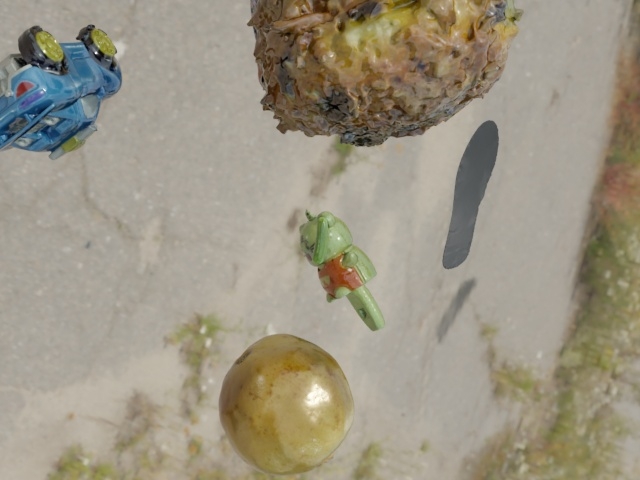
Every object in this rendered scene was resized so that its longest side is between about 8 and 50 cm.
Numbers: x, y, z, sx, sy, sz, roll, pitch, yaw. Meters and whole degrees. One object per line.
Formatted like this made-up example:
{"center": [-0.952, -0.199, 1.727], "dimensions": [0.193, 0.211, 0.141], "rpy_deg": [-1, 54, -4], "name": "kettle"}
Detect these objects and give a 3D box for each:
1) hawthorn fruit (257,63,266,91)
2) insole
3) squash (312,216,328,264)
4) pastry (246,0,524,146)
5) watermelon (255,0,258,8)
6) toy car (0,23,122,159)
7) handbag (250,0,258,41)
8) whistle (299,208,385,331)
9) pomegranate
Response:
{"center": [-0.046, -0.279, 1.692], "dimensions": [0.128, 0.128, 0.128], "rpy_deg": [-43, 143, -46], "name": "hawthorn fruit"}
{"center": [0.291, -0.085, 2.039], "dimensions": [0.109, 0.007, 0.322], "rpy_deg": [-14, 126, -37], "name": "insole"}
{"center": [0.001, 0.000, 1.908], "dimensions": [0.027, 0.027, 0.089], "rpy_deg": [-12, 112, -62], "name": "squash"}
{"center": [0.066, -0.272, 1.423], "dimensions": [0.337, 0.405, 0.292], "rpy_deg": [-13, 99, -16], "name": "pastry"}
{"center": [-0.080, -0.412, 1.598], "dimensions": [0.158, 0.121, 0.098], "rpy_deg": [-47, 144, -11], "name": "watermelon"}
{"center": [-0.414, -0.217, 1.617], "dimensions": [0.166, 0.198, 0.314], "rpy_deg": [59, 20, -1], "name": "toy car"}
{"center": [-0.036, -0.474, 1.964], "dimensions": [0.208, 0.127, 0.229], "rpy_deg": [-34, 138, -24], "name": "handbag"}
{"center": [0.044, 0.060, 2.129], "dimensions": [0.106, 0.288, 0.131], "rpy_deg": [-30, 180, -29], "name": "whistle"}
{"center": [-0.059, 0.265, 1.684], "dimensions": [0.233, 0.233, 0.233], "rpy_deg": [-43, 143, -46], "name": "pomegranate"}
